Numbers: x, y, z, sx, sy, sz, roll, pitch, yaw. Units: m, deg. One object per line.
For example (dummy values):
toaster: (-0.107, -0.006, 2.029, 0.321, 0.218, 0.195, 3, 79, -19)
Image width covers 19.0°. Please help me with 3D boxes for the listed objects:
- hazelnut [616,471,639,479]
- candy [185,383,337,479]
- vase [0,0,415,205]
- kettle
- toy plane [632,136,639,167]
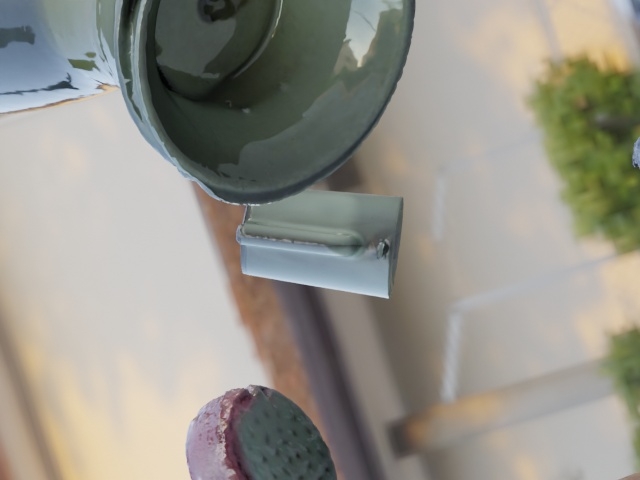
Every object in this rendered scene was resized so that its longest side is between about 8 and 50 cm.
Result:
hazelnut: (0.260, 0.256, 1.439, 0.176, 0.214, 0.214, 40, -167, -4)
candy: (-0.032, 0.133, 1.101, 0.103, 0.043, 0.103, 38, -144, -34)
vase: (-0.109, -0.114, 0.764, 0.321, 0.173, 0.173, 21, 143, 48)
kettle: (0.000, 0.004, 1.822, 0.127, 0.148, 0.098, -76, -8, -55)
toy plane: (0.287, -0.100, 1.236, 0.118, 0.252, 0.252, 26, 158, 35)
